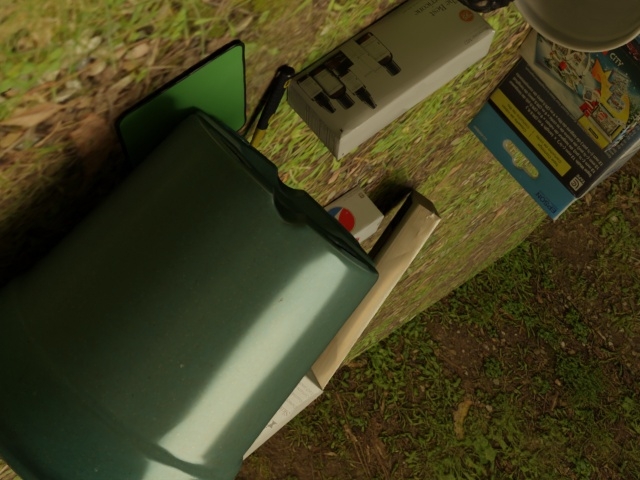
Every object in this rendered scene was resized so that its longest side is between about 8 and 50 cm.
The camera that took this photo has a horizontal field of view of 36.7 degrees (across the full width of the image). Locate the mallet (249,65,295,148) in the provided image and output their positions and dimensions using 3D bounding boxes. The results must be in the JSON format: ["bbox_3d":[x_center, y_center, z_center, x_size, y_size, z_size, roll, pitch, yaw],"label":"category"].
[{"bbox_3d":[-0.076,-0.124,1.117,0.062,0.039,0.190,-34,162,-36],"label":"mallet"}]

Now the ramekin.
[{"bbox_3d":[0.331,-0.342,1.157,0.109,0.207,0.207,-42,170,-31],"label":"ramekin"}]

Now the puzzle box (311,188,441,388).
[{"bbox_3d":[0.090,0.092,1.858,0.409,0.052,0.272,-56,-178,10],"label":"puzzle box"}]

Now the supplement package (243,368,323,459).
[{"bbox_3d":[-0.177,0.185,1.321,0.262,0.198,0.199,-41,124,5],"label":"supplement package"}]

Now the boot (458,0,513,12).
[{"bbox_3d":[0.143,-0.328,0.544,0.348,0.260,0.131,-44,166,19],"label":"boot"}]

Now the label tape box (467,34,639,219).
[{"bbox_3d":[0.459,-0.241,1.705,0.115,0.249,0.348,-26,161,-44],"label":"label tape box"}]

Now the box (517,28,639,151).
[{"bbox_3d":[0.439,-0.281,1.556,0.044,0.233,0.159,-26,162,-32],"label":"box"}]

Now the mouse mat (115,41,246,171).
[{"bbox_3d":[-0.139,-0.122,1.004,0.152,0.007,0.190,-36,165,-15],"label":"mouse mat"}]

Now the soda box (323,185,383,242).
[{"bbox_3d":[0.000,0.000,1.626,0.216,0.074,0.069,-34,165,-23],"label":"soda box"}]

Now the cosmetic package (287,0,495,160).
[{"bbox_3d":[0.084,-0.205,1.139,0.239,0.099,0.060,-37,167,-15],"label":"cosmetic package"}]

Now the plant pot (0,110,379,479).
[{"bbox_3d":[-0.140,0.072,0.988,0.334,0.341,0.341,-48,166,7],"label":"plant pot"}]
